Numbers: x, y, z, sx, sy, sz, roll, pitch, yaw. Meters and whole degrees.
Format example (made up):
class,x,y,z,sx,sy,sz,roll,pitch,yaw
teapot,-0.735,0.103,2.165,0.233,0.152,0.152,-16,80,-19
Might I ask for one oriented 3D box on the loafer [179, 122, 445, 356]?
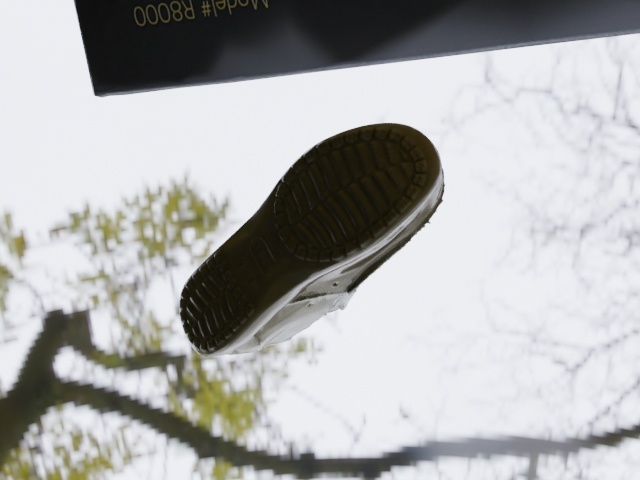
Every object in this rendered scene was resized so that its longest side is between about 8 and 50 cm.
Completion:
class,x,y,z,sx,sy,sz,roll,pitch,yaw
loafer,0.000,0.000,0.856,0.148,0.050,0.056,-35,-114,28

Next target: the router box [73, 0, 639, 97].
class,x,y,z,sx,sy,sz,roll,pitch,yaw
router box,0.073,-0.163,0.358,0.309,0.243,0.081,-4,-168,34
